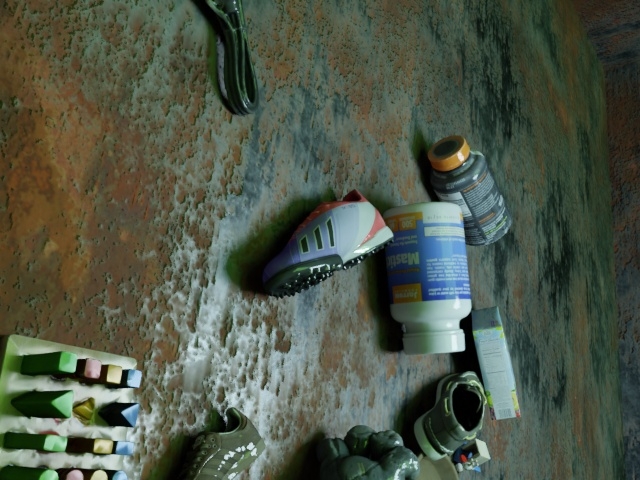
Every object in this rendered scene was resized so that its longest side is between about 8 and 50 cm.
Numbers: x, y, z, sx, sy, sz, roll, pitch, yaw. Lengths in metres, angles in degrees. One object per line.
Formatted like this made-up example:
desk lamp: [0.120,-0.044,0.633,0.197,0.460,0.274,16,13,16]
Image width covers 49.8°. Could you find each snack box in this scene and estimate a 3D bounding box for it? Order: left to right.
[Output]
snack box: [0.391,0.270,1.546,0.174,0.070,0.207,-41,117,-75]

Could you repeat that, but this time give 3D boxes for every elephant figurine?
elephant figurine: [0.074,0.419,1.038,0.186,0.169,0.239,-11,109,-28]

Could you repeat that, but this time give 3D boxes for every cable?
cable: [-0.144,-0.328,1.000,0.139,0.072,0.287,-65,148,-63]

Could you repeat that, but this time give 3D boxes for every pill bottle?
pill bottle: [0.200,0.073,1.289,0.152,0.152,0.272,8,75,-54]
pill bottle: [0.325,-0.114,1.533,0.245,0.130,0.130,56,41,-32]

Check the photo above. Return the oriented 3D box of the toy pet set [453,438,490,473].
toy pet set: [0.287,0.427,1.424,0.114,0.065,0.122,30,34,-33]

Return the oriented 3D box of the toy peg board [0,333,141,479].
toy peg board: [-0.240,0.186,0.690,0.161,0.079,0.161,27,61,-50]

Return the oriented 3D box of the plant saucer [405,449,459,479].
plant saucer: [0.200,0.523,1.269,0.278,0.041,0.277,21,64,-54]

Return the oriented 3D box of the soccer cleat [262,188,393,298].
soccer cleat: [0.000,0.000,1.080,0.318,0.109,0.116,-23,81,-53]

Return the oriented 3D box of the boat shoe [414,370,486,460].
boat shoe: [0.279,0.329,1.361,0.109,0.091,0.305,55,28,6]

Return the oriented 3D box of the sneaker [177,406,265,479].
sneaker: [-0.144,0.275,0.838,0.071,0.066,0.188,58,33,-1]
